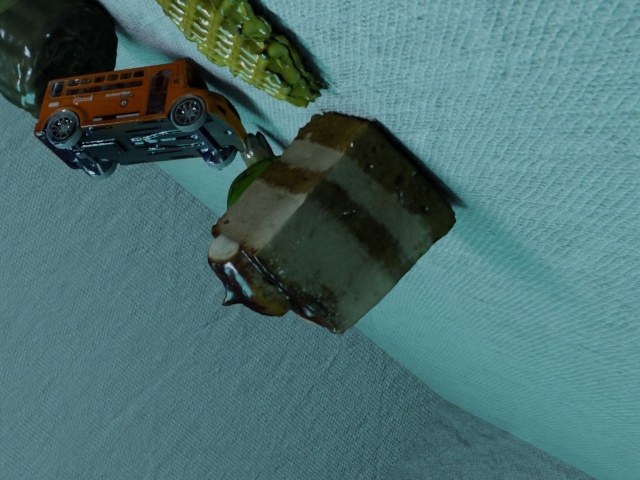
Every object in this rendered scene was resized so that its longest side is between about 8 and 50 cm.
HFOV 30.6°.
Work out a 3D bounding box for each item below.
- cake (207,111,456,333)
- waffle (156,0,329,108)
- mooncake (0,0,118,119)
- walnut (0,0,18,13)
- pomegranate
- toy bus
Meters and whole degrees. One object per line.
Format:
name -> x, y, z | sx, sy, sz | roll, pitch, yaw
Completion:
cake -> 0.000, 0.000, 1.493 | 0.199, 0.293, 0.196 | 46, 170, -27
waffle -> -0.113, -0.254, 1.404 | 0.254, 0.052, 0.245 | 33, 170, 38
mooncake -> -0.448, -0.317, 1.979 | 0.124, 0.228, 0.228 | 26, 168, 25
walnut -> -0.444, -0.380, 1.266 | 0.313, 0.277, 0.252 | 12, -139, -29
pomegranate -> -0.079, -0.083, 1.944 | 0.180, 0.180, 0.209 | 71, 174, -77
toy bus -> -0.281, -0.199, 1.880 | 0.329, 0.153, 0.143 | -4, 154, 20
